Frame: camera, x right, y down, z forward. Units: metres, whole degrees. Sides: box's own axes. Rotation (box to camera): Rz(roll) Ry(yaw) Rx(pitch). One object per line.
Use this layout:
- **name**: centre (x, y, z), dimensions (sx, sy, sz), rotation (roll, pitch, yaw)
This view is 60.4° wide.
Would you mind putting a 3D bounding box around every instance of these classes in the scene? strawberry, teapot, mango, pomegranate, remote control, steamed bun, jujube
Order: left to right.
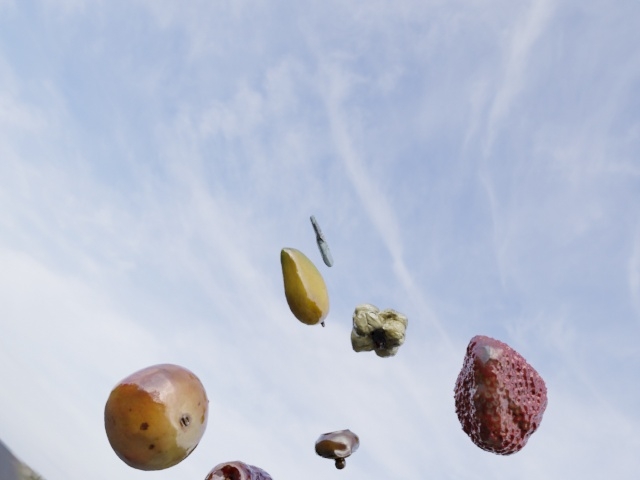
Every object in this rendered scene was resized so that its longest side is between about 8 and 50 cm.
- **pomegranate**: centre (-0.295, 0.316, 1.001), dimensions (0.191, 0.191, 0.191), rotation (27, -38, 23)
- **jujube**: centre (-0.197, 0.609, 1.303), dimensions (0.190, 0.190, 0.255), rotation (23, -38, 27)
- **mango**: centre (-0.056, 0.163, 1.886), dimensions (0.119, 0.176, 0.317), rotation (-16, -80, 39)
- **remote control**: centre (0.000, 0.000, 1.601), dimensions (0.065, 0.029, 0.166), rotation (61, 5, -49)
- **teapot**: centre (0.038, 0.445, 1.167), dimensions (0.129, 0.098, 0.078), rotation (117, -35, -66)
- **steamed bun**: centre (0.172, 0.300, 1.731), dimensions (0.177, 0.106, 0.192), rotation (20, -51, 6)
- **strawberry**: centre (0.508, 0.431, 1.573), dimensions (0.267, 0.312, 0.351), rotation (-7, -53, 19)
